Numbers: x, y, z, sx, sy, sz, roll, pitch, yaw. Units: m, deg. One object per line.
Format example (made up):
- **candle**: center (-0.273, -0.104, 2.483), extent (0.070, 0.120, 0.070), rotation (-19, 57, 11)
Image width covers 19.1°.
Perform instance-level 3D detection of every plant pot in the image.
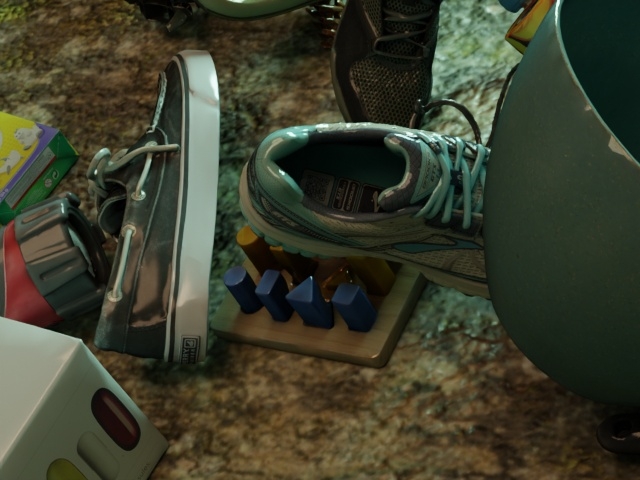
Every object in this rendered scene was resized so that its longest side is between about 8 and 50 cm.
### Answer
- **plant pot**: center (0.217, -0.005, 1.236), extent (0.195, 0.290, 0.290), rotation (-52, 33, 33)

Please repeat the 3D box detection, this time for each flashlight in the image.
- **flashlight**: center (-0.321, 0.065, 1.577), extent (0.304, 0.103, 0.103), rotation (-24, 45, 9)

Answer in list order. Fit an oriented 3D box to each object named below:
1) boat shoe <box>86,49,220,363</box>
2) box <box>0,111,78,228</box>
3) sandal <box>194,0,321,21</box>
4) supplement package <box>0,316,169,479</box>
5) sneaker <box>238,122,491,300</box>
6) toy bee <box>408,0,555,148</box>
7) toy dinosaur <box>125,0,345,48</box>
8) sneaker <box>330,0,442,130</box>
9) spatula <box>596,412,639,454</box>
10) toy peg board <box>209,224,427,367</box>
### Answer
- **boat shoe**: center (-0.138, -0.035, 1.542), extent (0.105, 0.113, 0.306), rotation (5, 57, -6)
- **box**: center (-0.316, -0.071, 1.740), extent (0.179, 0.043, 0.105), rotation (16, 61, 41)
- **sandal**: center (0.027, -0.271, 1.627), extent (0.303, 0.086, 0.120), rotation (-25, 73, -19)
- **supplement package**: center (-0.281, 0.195, 1.409), extent (0.204, 0.145, 0.262), rotation (12, 60, 37)
- **sneaker**: center (0.081, -0.026, 1.353), extent (0.283, 0.122, 0.110), rotation (4, 76, 0)
- **toy bee**: center (0.206, -0.177, 1.449), extent (0.162, 0.195, 0.298), rotation (152, 136, -78)
- **toy dinosaur**: center (-0.075, -0.301, 1.729), extent (0.218, 0.164, 0.322), rotation (-25, 39, -18)
- **sneaker**: center (0.065, -0.189, 1.518), extent (0.087, 0.130, 0.227), rotation (11, 83, -8)
- **spatula**: center (0.320, 0.119, 1.210), extent (0.296, 0.030, 0.084), rotation (-7, 52, 25)
- **toy peg board**: center (0.000, 0.000, 1.466), extent (0.161, 0.079, 0.160), rotation (8, 57, 35)
